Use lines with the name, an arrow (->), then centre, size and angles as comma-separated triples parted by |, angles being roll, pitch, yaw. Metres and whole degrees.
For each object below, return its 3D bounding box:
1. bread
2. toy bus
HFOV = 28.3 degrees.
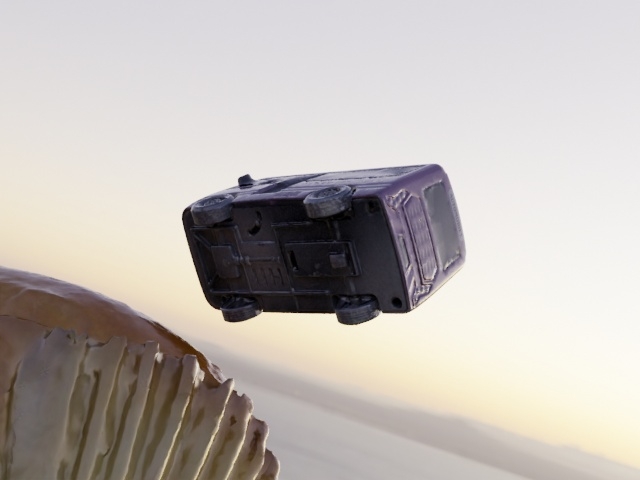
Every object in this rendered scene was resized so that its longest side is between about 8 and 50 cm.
bread -> -0.210, 0.132, 0.786 | 0.389, 0.183, 0.236 | 11, -44, 21
toy bus -> 0.000, 0.000, 0.821 | 0.178, 0.086, 0.098 | -2, 21, 41
